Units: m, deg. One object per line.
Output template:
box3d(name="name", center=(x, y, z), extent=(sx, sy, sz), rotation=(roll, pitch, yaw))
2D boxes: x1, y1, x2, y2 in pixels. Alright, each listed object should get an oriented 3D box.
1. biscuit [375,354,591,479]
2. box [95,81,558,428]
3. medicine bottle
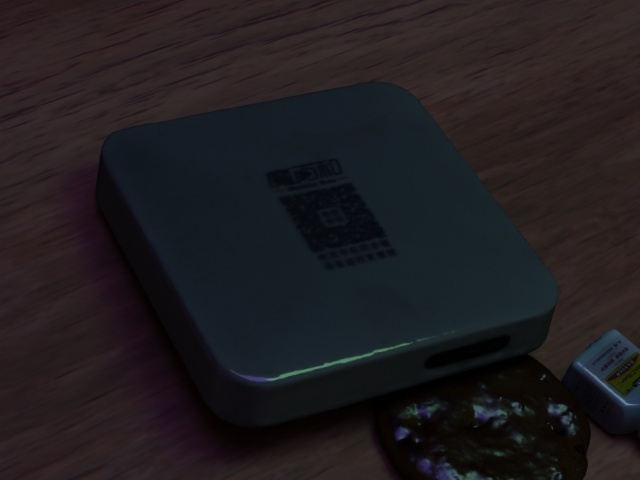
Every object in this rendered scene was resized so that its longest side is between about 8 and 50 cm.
box3d(name="biscuit", center=(0.156, 0.175, 1.489), extent=(0.212, 0.036, 0.212), rotation=(7, 48, -8))
box3d(name="box", center=(0.000, 0.000, 1.549), extent=(0.367, 0.090, 0.373), rotation=(-12, 47, -24))
box3d(name="medicine bottle", center=(0.304, 0.152, 1.534), extent=(0.074, 0.055, 0.118), rotation=(-31, 64, -35))
